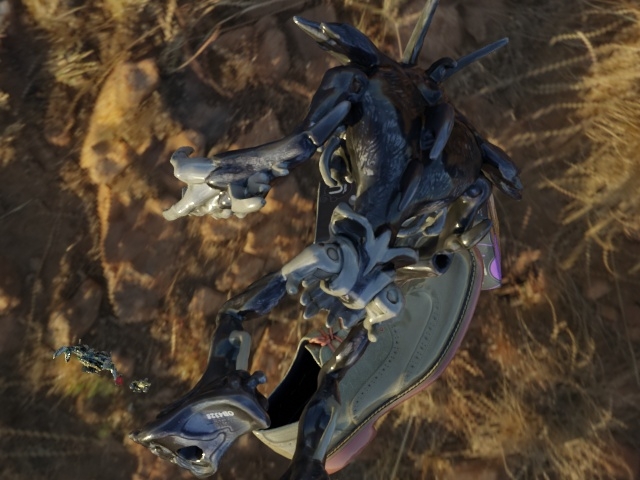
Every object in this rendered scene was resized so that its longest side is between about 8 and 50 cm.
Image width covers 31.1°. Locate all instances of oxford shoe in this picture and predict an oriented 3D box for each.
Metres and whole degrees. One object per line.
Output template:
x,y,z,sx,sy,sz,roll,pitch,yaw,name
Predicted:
0.056,0.129,1.358,0.130,0.123,0.348,30,100,-38,oxford shoe

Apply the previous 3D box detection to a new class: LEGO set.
-0.176,0.100,0.937,0.083,0.054,0.023,33,69,-41,LEGO set

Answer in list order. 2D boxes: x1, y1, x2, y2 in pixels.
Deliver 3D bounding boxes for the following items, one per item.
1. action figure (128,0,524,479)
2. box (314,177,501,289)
0.000,0.000,0.580,0.164,0.141,0.275,39,62,-28,action figure
0.141,-0.011,1.819,0.270,0.143,0.165,-8,136,12,box
